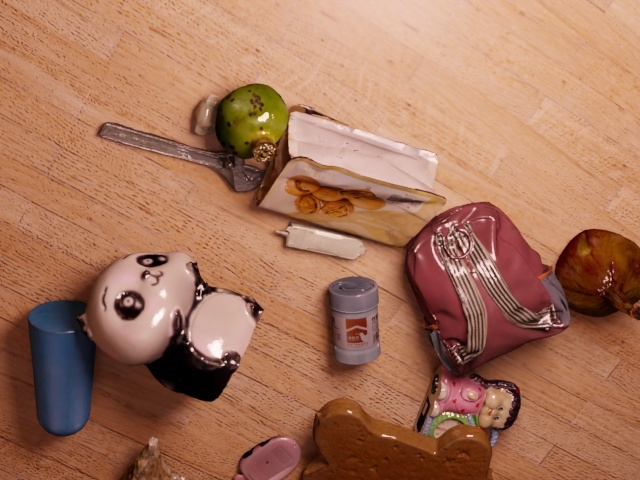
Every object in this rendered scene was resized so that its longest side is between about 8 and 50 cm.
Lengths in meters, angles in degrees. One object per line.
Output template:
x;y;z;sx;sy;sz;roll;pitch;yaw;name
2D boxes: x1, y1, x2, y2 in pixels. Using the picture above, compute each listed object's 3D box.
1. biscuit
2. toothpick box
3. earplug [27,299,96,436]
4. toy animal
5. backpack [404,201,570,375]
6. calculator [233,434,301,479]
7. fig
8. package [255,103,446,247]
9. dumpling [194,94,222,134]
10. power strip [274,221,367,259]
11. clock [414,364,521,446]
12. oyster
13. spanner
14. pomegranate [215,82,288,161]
0.161;0.500;1.885;0.394;0.076;0.368;11;125;-1;biscuit
0.070;0.161;1.778;0.101;0.101;0.153;-6;110;-4;toothpick box
-0.511;0.268;1.748;0.132;0.132;0.272;4;113;-7;earplug
-0.294;0.157;1.673;0.310;0.251;0.251;31;104;-8;toy animal
0.311;0.083;1.724;0.283;0.197;0.317;-26;108;7;backpack
-0.117;0.489;1.918;0.166;0.024;0.103;-38;109;7;calculator
0.570;0.064;1.713;0.191;0.290;0.190;0;85;0;fig
0.060;-0.128;1.665;0.311;0.165;0.221;15;149;-15;package
-0.204;-0.232;1.641;0.059;0.043;0.077;12;93;-27;dumpling
0.000;0.000;1.750;0.191;0.030;0.047;12;109;-10;power strip
0.318;0.370;1.884;0.196;0.100;0.194;13;112;-8;clock
-0.352;0.599;1.894;0.204;0.111;0.396;-23;114;6;oyster
-0.257;-0.166;1.668;0.326;0.026;0.093;15;108;-9;spanner
-0.128;-0.214;1.587;0.143;0.169;0.122;-33;114;18;pomegranate
